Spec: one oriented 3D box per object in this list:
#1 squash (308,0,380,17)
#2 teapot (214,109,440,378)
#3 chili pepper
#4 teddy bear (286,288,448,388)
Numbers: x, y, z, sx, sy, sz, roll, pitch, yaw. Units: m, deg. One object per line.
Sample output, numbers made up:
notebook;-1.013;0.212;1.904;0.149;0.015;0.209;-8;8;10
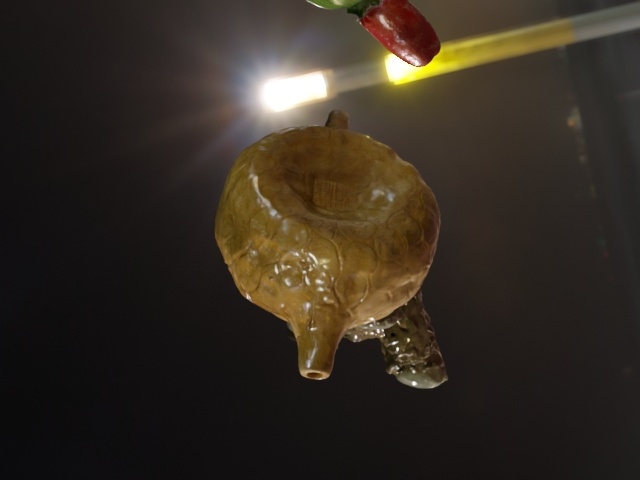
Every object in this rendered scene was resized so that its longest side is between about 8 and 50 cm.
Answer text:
squash;-0.039;-0.328;1.275;0.395;0.107;0.107;36;-137;-55
teapot;0.000;0.000;1.199;0.311;0.203;0.167;-89;12;-49
chili pepper;0.123;-0.313;1.889;0.123;0.070;0.073;42;-147;-15
teddy bear;0.031;0.057;1.458;0.156;0.267;0.256;-64;-19;7
